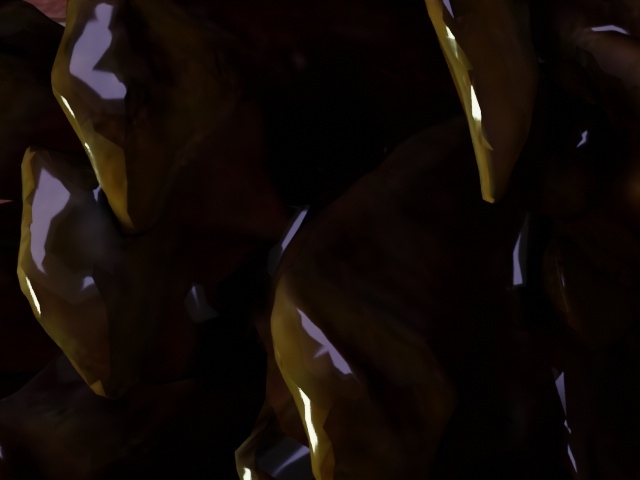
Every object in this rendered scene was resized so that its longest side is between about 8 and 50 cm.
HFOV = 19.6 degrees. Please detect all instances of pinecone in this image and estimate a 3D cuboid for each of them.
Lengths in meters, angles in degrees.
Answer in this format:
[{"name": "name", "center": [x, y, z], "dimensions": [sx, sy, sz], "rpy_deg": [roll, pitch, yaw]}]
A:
[{"name": "pinecone", "center": [0.000, 0.000, 0.595], "dimensions": [0.384, 0.384, 0.384], "rpy_deg": [-10, 36, 7]}]
